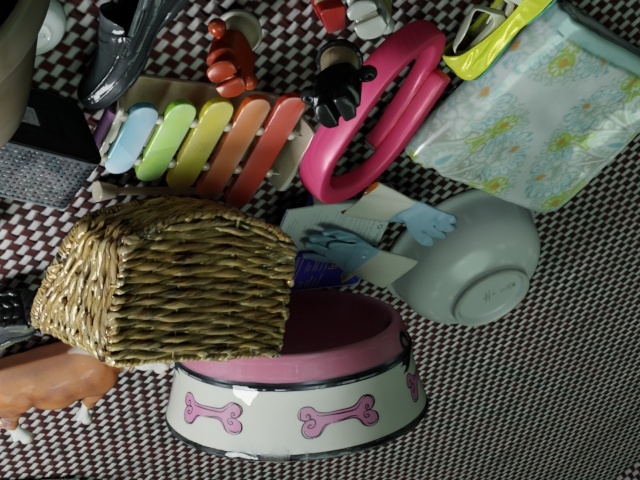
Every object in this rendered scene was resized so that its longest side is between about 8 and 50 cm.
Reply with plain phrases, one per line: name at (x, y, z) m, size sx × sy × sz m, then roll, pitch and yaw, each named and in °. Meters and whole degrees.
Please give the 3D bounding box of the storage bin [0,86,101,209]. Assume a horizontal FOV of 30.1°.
storage bin at (-0.366, -0.121, 1.418) m, size 0.180 × 0.122 × 0.084 m, roll 15°, pitch 127°, yaw -44°

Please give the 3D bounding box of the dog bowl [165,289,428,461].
dog bowl at (-0.040, 0.191, 1.833) m, size 0.408 × 0.408 × 0.150 m, roll -9°, pitch 104°, yaw -25°

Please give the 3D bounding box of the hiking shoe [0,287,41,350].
hiking shoe at (-0.504, 0.134, 1.678) m, size 0.226 × 0.086 × 0.114 m, roll -5°, pitch 148°, yaw -15°

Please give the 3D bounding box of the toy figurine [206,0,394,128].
toy figurine at (-0.022, -0.262, 1.417) m, size 0.213 × 0.148 × 0.209 m, roll 15°, pitch 128°, yaw -6°

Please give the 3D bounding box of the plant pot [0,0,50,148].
plant pot at (-0.405, -0.207, 1.166) m, size 0.323 × 0.323 × 0.280 m, roll -22°, pitch 161°, yaw -9°

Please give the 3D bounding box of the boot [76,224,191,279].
boot at (-0.279, 0.088, 1.780) m, size 0.244 × 0.088 × 0.176 m, roll -31°, pitch 147°, yaw -2°

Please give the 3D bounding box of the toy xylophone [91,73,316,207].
toy xylophone at (-0.172, -0.119, 1.589) m, size 0.322 × 0.081 × 0.236 m, roll -4°, pitch 139°, yaw -30°

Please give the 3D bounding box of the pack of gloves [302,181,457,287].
pack of gloves at (0.090, -0.017, 1.873) m, size 0.195 × 0.046 × 0.232 m, roll -37°, pitch 143°, yaw 29°

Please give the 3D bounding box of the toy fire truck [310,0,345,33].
toy fire truck at (0.049, -0.356, 1.468) m, size 0.135 × 0.047 × 0.192 m, roll -20°, pitch 144°, yaw -9°

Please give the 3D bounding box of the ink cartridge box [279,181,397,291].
ink cartridge box at (0.000, 0.000, 1.887) m, size 0.208 × 0.045 × 0.206 m, roll -7°, pitch 140°, yaw -31°

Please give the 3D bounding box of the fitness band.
fitness band at (0.077, -0.175, 1.644) m, size 0.209 × 0.054 × 0.291 m, roll -15°, pitch 143°, yaw -57°

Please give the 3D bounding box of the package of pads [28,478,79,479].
package of pads at (-0.580, 0.548, 2.140) m, size 0.229 × 0.101 × 0.296 m, roll 5°, pitch 133°, yaw -39°

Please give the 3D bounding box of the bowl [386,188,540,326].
bowl at (0.267, 0.054, 2.063) m, size 0.298 × 0.134 × 0.298 m, roll -18°, pitch 145°, yaw -13°

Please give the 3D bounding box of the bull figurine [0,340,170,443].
bull figurine at (-0.392, 0.217, 1.848) m, size 0.310 × 0.101 × 0.188 m, roll -8°, pitch 142°, yaw -27°

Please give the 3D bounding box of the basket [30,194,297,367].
basket at (-0.212, 0.041, 1.618) m, size 0.299 × 0.223 × 0.213 m, roll 1°, pitch 100°, yaw -41°

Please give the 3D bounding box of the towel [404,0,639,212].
towel at (0.351, -0.194, 1.843) m, size 0.374 × 0.090 × 0.320 m, roll 17°, pitch 124°, yaw -45°

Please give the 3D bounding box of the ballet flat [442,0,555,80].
ballet flat at (0.253, -0.316, 1.642) m, size 0.077 × 0.077 × 0.231 m, roll 28°, pitch 121°, yaw -25°

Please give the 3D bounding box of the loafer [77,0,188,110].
loafer at (-0.230, -0.250, 1.395) m, size 0.078 × 0.076 × 0.223 m, roll 18°, pitch 120°, yaw -40°

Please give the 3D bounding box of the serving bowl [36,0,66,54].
serving bowl at (-0.331, -0.243, 1.371) m, size 0.083 × 0.027 × 0.083 m, roll -19°, pitch 145°, yaw -14°
